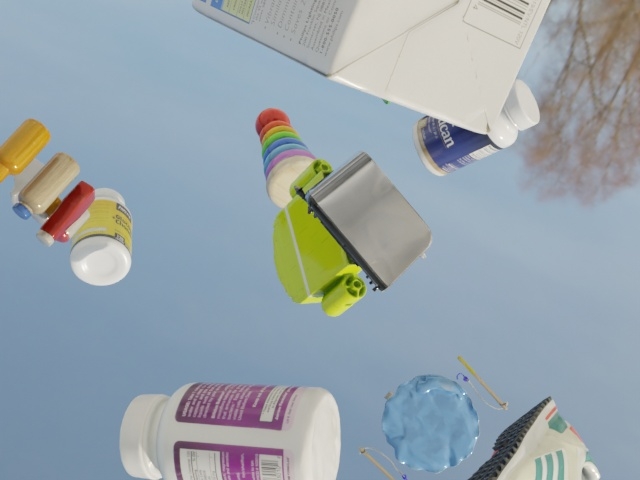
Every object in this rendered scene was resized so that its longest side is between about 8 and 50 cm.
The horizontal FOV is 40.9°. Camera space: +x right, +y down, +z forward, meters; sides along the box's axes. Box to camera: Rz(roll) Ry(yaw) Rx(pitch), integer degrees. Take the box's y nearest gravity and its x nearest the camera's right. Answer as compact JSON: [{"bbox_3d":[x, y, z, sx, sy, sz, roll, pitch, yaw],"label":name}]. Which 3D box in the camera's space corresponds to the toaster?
[{"bbox_3d":[0.059,-0.034,1.174,0.186,0.110,0.168,50,-178,-4],"label":"toaster"}]

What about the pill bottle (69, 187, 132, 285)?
[{"bbox_3d":[-0.386,-0.013,1.519,0.103,0.103,0.184,9,-146,-17],"label":"pill bottle"}]

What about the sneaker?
[{"bbox_3d":[0.136,0.164,0.544,0.075,0.057,0.161,48,-144,10],"label":"sneaker"}]

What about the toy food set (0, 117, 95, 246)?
[{"bbox_3d":[-0.380,-0.050,1.154,0.111,0.232,0.104,34,-117,1],"label":"toy food set"}]

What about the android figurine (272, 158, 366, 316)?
[{"bbox_3d":[0.000,0.000,1.390,0.056,0.273,0.248,-2,-116,-32],"label":"android figurine"}]

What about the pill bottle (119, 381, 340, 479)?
[{"bbox_3d":[-0.134,0.296,1.267,0.301,0.169,0.169,0,-152,17],"label":"pill bottle"}]

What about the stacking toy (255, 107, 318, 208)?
[{"bbox_3d":[-0.086,-0.215,2.064,0.141,0.141,0.330,7,-146,-20],"label":"stacking toy"}]

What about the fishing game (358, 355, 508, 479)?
[{"bbox_3d":[0.203,0.341,1.609,0.189,0.264,0.041,43,-177,-1],"label":"fishing game"}]

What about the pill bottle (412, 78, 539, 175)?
[{"bbox_3d":[0.226,-0.167,1.249,0.094,0.169,0.094,31,-133,-40],"label":"pill bottle"}]

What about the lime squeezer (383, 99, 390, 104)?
[{"bbox_3d":[0.143,-0.263,1.404,0.310,0.059,0.110,7,-139,44],"label":"lime squeezer"}]

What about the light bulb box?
[{"bbox_3d":[0.072,-0.353,0.948,0.225,0.358,0.361,14,-165,-35],"label":"light bulb box"}]
